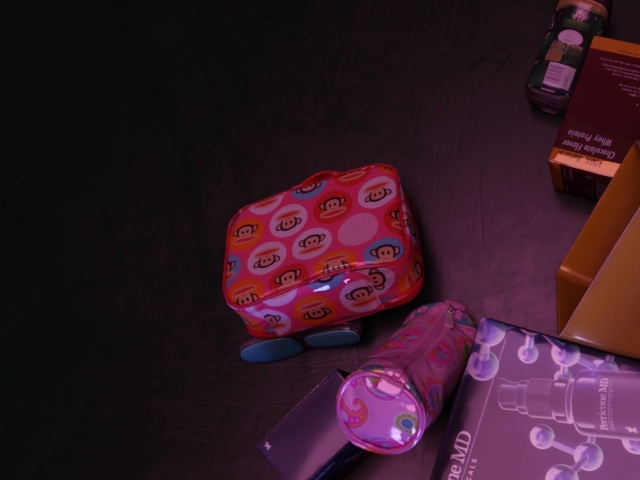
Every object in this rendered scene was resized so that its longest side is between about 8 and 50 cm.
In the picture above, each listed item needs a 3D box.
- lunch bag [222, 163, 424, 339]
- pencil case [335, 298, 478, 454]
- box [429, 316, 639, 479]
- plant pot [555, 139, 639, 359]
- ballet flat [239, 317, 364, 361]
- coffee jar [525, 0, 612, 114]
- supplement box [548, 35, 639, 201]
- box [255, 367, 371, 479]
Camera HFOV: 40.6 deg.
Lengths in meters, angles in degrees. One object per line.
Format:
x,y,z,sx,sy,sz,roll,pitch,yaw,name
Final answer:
0.000,0.000,1.300,0.293,0.120,0.258,-16,46,14,lunch bag
0.124,0.170,1.144,0.124,0.284,0.124,8,109,24,pencil case
0.357,0.298,1.069,0.396,0.212,0.293,15,81,23,box
0.420,0.031,1.043,0.187,0.212,0.212,26,113,4,plant pot
-0.029,0.137,1.327,0.203,0.074,0.074,-13,71,19,ballet flat
0.371,-0.287,1.289,0.079,0.096,0.184,20,82,20,coffee jar
0.444,-0.152,1.208,0.191,0.129,0.194,18,81,22,supplement box
0.017,0.272,1.221,0.156,0.158,0.093,-45,67,3,box
